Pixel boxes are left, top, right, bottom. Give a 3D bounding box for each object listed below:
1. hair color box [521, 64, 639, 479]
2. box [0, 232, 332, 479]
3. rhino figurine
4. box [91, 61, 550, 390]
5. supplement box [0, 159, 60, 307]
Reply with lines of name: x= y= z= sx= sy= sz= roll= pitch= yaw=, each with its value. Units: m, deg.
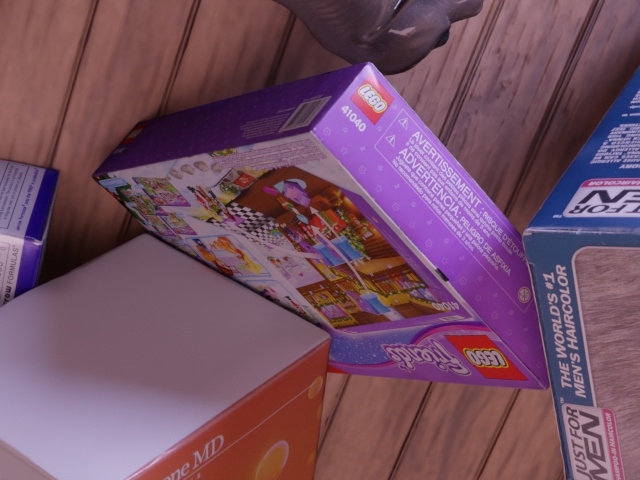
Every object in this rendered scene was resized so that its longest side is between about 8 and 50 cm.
hair color box: x=0.231 y=-0.013 z=0.838 sx=0.105 sy=0.347 sz=0.174 roll=2 pitch=120 yaw=30
box: x=-0.135 y=0.207 z=0.957 sx=0.168 sy=0.215 sz=0.345 roll=26 pitch=128 yaw=29
rhino figurine: x=-0.013 y=-0.191 z=0.895 sx=0.243 sy=0.073 sz=0.106 roll=33 pitch=107 yaw=-15
box: x=0.000 y=0.000 z=0.886 sx=0.201 sy=0.293 sz=0.057 roll=47 pitch=67 yaw=-21
supplement box: x=-0.292 y=0.002 z=0.955 sx=0.220 sy=0.114 sz=0.111 roll=12 pitch=116 yaw=-9
